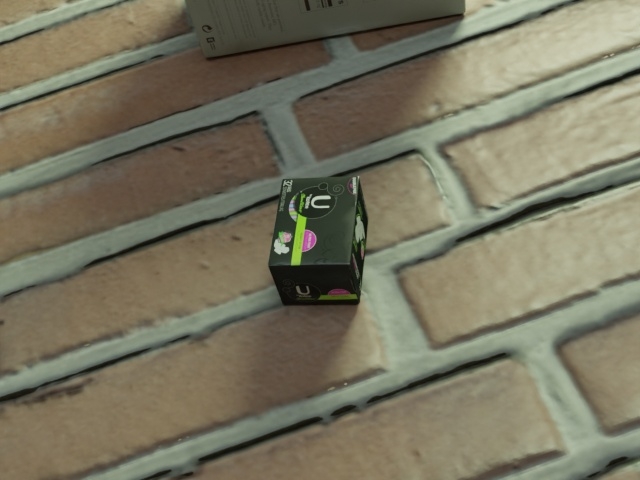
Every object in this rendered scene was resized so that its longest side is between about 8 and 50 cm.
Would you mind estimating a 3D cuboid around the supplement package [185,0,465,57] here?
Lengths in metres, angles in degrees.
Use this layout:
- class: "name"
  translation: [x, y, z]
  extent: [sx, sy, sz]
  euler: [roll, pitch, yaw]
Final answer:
- class: "supplement package"
  translation: [-0.002, -0.276, 0.932]
  extent: [0.244, 0.133, 0.139]
  euler: [-9, 52, 5]

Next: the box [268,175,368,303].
- class: "box"
  translation: [0.000, 0.000, 0.773]
  extent: [0.062, 0.052, 0.083]
  euler: [-2, 52, 12]
